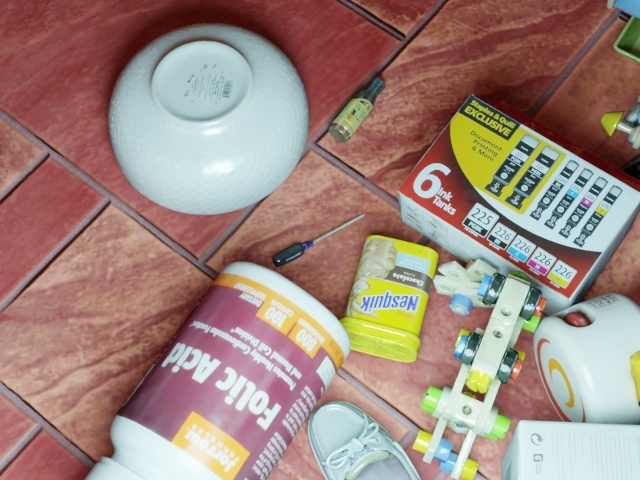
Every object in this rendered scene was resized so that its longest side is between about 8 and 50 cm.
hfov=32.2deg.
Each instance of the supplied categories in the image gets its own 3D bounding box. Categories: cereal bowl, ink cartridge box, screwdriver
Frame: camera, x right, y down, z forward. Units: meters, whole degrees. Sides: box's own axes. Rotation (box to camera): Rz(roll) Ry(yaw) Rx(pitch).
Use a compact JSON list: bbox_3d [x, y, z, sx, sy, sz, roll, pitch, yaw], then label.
[{"bbox_3d":[-0.186,-0.221,1.801,0.339,0.141,0.339,-1,64,2],"label":"cereal bowl"},{"bbox_3d":[0.321,-0.076,1.706,0.309,0.130,0.272,33,76,18],"label":"ink cartridge box"},{"bbox_3d":[0.000,0.000,1.762,0.170,0.024,0.025,-23,96,-16],"label":"screwdriver"}]

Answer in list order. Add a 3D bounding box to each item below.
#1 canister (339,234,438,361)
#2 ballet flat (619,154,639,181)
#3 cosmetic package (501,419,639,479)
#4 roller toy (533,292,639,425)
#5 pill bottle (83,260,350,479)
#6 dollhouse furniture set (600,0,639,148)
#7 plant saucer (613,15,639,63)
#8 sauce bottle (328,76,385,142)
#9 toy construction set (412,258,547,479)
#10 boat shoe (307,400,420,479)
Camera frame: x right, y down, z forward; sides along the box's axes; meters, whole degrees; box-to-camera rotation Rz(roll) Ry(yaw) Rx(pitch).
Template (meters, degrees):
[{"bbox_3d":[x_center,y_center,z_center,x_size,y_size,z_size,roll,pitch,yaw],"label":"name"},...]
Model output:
[{"bbox_3d":[0.104,0.086,1.686,0.126,0.073,0.170,13,64,7],"label":"canister"},{"bbox_3d":[0.496,-0.100,1.776,0.173,0.049,0.057,-41,71,-15],"label":"ballet flat"},{"bbox_3d":[0.443,0.347,1.480,0.385,0.217,0.156,3,64,5],"label":"cosmetic package"},{"bbox_3d":[0.404,0.176,1.567,0.146,0.209,0.191,-20,60,-8],"label":"roller toy"},{"bbox_3d":[-0.149,0.243,1.535,0.224,0.224,0.392,29,69,14],"label":"pill bottle"},{"bbox_3d":[0.520,-0.343,1.709,0.198,0.286,0.303,30,58,14],"label":"dollhouse furniture set"},{"bbox_3d":[0.620,-0.343,1.890,0.188,0.045,0.188,30,70,14],"label":"plant saucer"},{"bbox_3d":[0.063,-0.221,1.848,0.042,0.042,0.128,31,71,15],"label":"sauce bottle"},{"bbox_3d":[0.227,0.161,1.581,0.151,0.215,0.327,9,61,2],"label":"toy construction set"},{"bbox_3d":[0.088,0.345,1.541,0.118,0.103,0.320,-28,59,-11],"label":"boat shoe"}]
